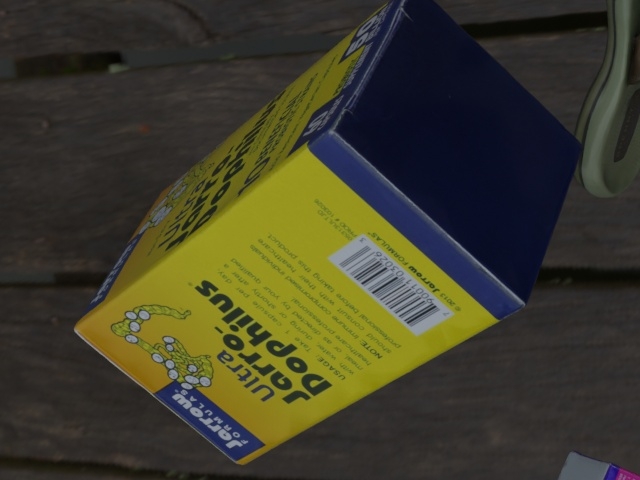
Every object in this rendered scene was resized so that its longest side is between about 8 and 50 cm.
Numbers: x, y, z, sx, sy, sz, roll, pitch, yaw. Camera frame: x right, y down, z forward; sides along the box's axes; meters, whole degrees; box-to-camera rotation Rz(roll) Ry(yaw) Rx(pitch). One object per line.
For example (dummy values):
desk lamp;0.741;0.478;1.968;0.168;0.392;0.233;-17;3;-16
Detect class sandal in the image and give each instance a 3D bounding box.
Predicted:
sandal;0.293;-0.164;1.222;0.086;0.120;0.303;35;131;37

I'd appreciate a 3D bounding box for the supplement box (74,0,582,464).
supplement box;0.000;0.000;1.170;0.195;0.194;0.356;41;134;-14

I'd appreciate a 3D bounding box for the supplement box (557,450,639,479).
supplement box;0.334;0.299;1.414;0.220;0.111;0.114;25;84;-9
